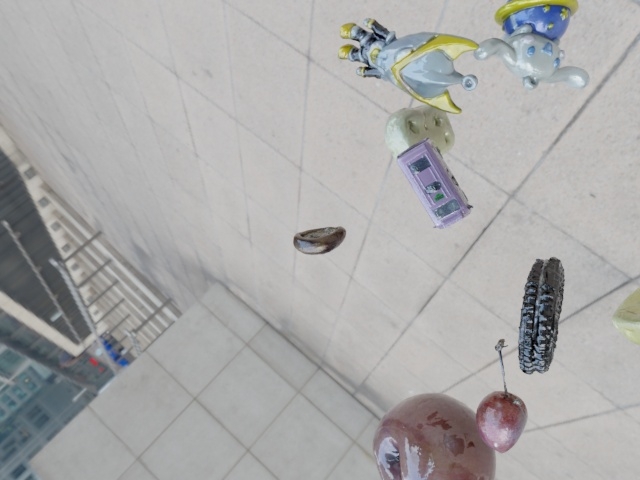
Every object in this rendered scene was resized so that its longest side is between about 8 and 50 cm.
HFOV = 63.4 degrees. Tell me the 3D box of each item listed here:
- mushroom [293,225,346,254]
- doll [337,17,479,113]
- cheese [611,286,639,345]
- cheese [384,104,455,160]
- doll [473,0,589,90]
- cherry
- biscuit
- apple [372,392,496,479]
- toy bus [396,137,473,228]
[{"bbox_3d":[0.000,0.000,1.148,0.123,0.123,0.052,12,113,54],"label":"mushroom"},{"bbox_3d":[0.179,-0.378,1.081,0.316,0.103,0.145,30,114,25],"label":"doll"},{"bbox_3d":[0.947,0.197,1.458,0.117,0.214,0.226,47,178,-7],"label":"cheese"},{"bbox_3d":[0.271,-0.287,1.396,0.093,0.263,0.158,-13,100,44],"label":"cheese"},{"bbox_3d":[0.457,-0.467,1.189,0.160,0.311,0.242,-156,61,-62],"label":"doll"},{"bbox_3d":[0.354,0.298,0.994,0.090,0.107,0.225,13,99,51],"label":"cherry"},{"bbox_3d":[0.353,0.119,0.828,0.053,0.194,0.194,6,141,28],"label":"biscuit"},{"bbox_3d":[0.255,0.502,1.206,0.306,0.235,0.305,180,90,-66],"label":"apple"},{"bbox_3d":[0.252,-0.122,1.143,0.198,0.096,0.108,58,-162,-5],"label":"toy bus"}]
